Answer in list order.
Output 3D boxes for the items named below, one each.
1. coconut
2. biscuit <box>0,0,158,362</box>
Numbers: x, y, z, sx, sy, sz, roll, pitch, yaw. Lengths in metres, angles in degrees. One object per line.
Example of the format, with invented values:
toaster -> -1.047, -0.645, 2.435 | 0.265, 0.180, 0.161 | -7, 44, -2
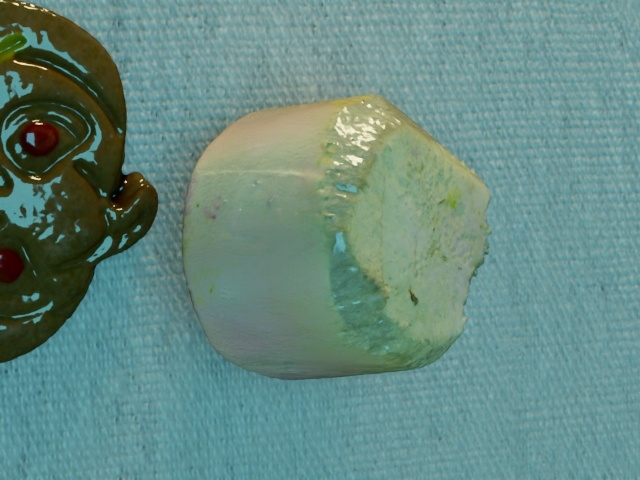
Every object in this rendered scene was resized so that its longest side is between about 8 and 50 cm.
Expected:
coconut -> 0.000, 0.000, 1.606 | 0.297, 0.309, 0.298 | 3, 85, -45
biscuit -> -0.343, -0.057, 1.616 | 0.350, 0.070, 0.394 | 7, 94, -16
